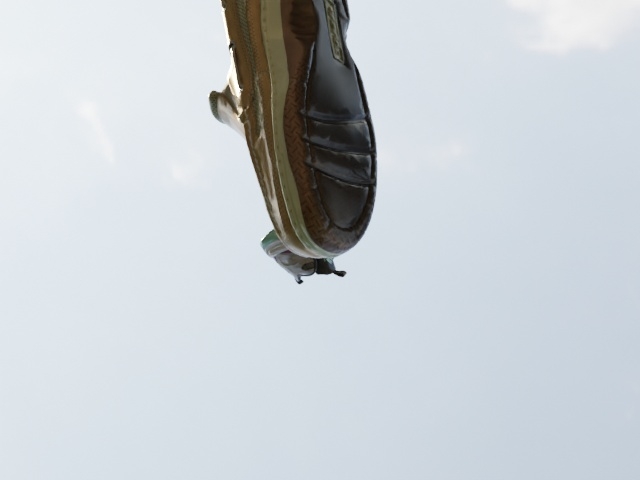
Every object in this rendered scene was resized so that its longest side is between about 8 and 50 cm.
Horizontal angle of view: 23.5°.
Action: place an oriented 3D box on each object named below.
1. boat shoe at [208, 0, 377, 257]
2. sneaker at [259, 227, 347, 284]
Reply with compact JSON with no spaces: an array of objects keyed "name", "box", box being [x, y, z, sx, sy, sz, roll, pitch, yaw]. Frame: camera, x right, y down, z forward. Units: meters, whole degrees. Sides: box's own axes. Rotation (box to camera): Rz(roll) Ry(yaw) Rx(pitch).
[{"name":"boat shoe","box":[-0.020,-0.070,0.754,0.072,0.068,0.190,-23,-125,28]},{"name":"sneaker","box":[0.000,0.000,1.243,0.069,0.098,0.038,49,-134,6]}]
